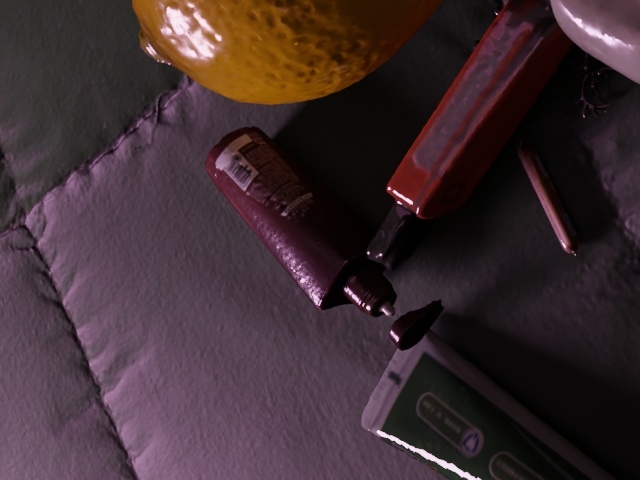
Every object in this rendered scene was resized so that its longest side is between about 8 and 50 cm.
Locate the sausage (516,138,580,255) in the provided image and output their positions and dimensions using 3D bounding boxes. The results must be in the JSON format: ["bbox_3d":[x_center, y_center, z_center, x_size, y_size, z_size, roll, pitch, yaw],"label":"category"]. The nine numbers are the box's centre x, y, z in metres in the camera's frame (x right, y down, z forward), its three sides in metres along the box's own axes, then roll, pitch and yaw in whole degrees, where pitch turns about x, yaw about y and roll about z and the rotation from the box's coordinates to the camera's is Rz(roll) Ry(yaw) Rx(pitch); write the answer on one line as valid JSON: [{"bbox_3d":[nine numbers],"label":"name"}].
[{"bbox_3d":[0.172,-0.033,1.423,0.015,0.015,0.100,-34,71,30],"label":"sausage"}]

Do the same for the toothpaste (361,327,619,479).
[{"bbox_3d":[0.183,0.195,1.388,0.392,0.061,0.099,35,101,36],"label":"toothpaste"}]

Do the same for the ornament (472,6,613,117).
[{"bbox_3d":[0.170,-0.127,1.419,0.125,0.028,0.073,42,112,30],"label":"ornament"}]

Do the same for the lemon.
[{"bbox_3d":[-0.013,-0.243,1.419,0.320,0.245,0.245,-41,67,13],"label":"lemon"}]

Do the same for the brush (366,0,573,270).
[{"bbox_3d":[0.126,-0.110,1.395,0.051,0.070,0.323,46,117,23],"label":"brush"}]

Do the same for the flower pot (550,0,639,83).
[{"bbox_3d":[0.299,-0.271,1.190,0.164,0.254,0.367,35,111,30],"label":"flower pot"}]

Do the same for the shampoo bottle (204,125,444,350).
[{"bbox_3d":[0.002,-0.001,1.515,0.236,0.067,0.068,46,120,27],"label":"shampoo bottle"}]
